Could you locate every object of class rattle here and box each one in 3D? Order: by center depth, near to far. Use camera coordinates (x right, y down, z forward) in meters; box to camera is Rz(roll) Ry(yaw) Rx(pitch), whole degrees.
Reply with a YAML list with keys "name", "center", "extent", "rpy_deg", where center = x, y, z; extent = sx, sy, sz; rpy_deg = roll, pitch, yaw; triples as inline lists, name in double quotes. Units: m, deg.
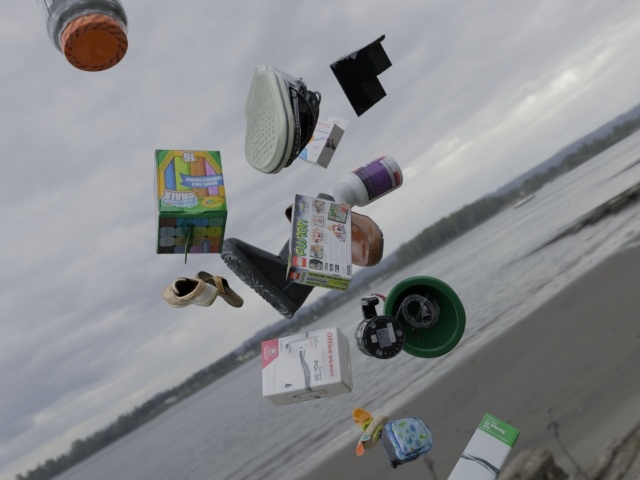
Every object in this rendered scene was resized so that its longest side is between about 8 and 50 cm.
- name: "rattle"
  center: [0.129, 0.614, 2.260]
  extent: [0.199, 0.143, 0.130]
  rpy_deg: [-19, -32, -52]

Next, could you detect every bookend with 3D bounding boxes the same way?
- name: "bookend"
  center: [0.128, -0.420, 1.771]
  extent: [0.157, 0.156, 0.072]
  rpy_deg: [-13, 23, 51]

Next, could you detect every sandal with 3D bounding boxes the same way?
- name: "sandal"
  center: [-0.315, 0.148, 2.204]
  extent: [0.049, 0.180, 0.072]
  rpy_deg: [-50, 9, 28]

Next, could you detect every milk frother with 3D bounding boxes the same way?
- name: "milk frother"
  center: [0.147, 0.173, 1.381]
  extent: [0.143, 0.129, 0.135]
  rpy_deg: [4, -7, -4]

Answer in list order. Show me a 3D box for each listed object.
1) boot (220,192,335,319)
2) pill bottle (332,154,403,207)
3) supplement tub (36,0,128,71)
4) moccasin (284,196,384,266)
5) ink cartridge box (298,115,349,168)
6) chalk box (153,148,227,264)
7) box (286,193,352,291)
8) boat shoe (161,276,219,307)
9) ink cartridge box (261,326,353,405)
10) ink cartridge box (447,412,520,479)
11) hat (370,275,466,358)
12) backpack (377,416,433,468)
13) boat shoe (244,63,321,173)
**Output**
- name: "boot"
  center: [-0.095, -0.008, 2.412]
  extent: [0.445, 0.367, 0.146]
  rpy_deg: [-50, 16, -23]
- name: "pill bottle"
  center: [0.134, -0.162, 1.999]
  extent: [0.193, 0.108, 0.108]
  rpy_deg: [-29, -6, -20]
- name: "supplement tub"
  center: [-0.589, -0.577, 1.695]
  extent: [0.193, 0.316, 0.193]
  rpy_deg: [-22, -27, -11]
- name: "moccasin"
  center: [0.030, -0.028, 1.795]
  extent: [0.147, 0.380, 0.139]
  rpy_deg: [-6, -63, -31]
- name: "ink cartridge box"
  center: [0.008, -0.340, 2.305]
  extent: [0.061, 0.104, 0.181]
  rpy_deg: [29, -95, -46]
- name: "chalk box"
  center: [-0.344, -0.077, 1.822]
  extent: [0.179, 0.289, 0.180]
  rpy_deg: [-1, -36, -16]
- name: "box"
  center: [0.000, 0.000, 1.276]
  extent: [0.207, 0.114, 0.036]
  rpy_deg: [-87, 11, -48]
- name: "boat shoe"
  center: [-0.282, 0.101, 1.434]
  extent: [0.170, 0.059, 0.063]
  rpy_deg: [-6, 50, 43]
- name: "ink cartridge box"
  center: [-0.047, 0.426, 2.343]
  extent: [0.283, 0.207, 0.117]
  rpy_deg: [-15, -34, 16]
- name: "ink cartridge box"
  center: [0.341, 0.508, 1.507]
  extent: [0.208, 0.087, 0.153]
  rpy_deg: [-46, -27, -36]
- name: "hat"
  center: [0.232, 0.158, 1.578]
  extent: [0.173, 0.208, 0.183]
  rpy_deg: [-40, -9, 8]
- name: "backpack"
  center: [0.214, 0.481, 1.679]
  extent: [0.114, 0.105, 0.084]
  rpy_deg: [-7, -32, -29]
- name: "boat shoe"
  center: [-0.077, -0.272, 1.510]
  extent: [0.500, 0.156, 0.187]
  rpy_deg: [-105, 33, -65]
